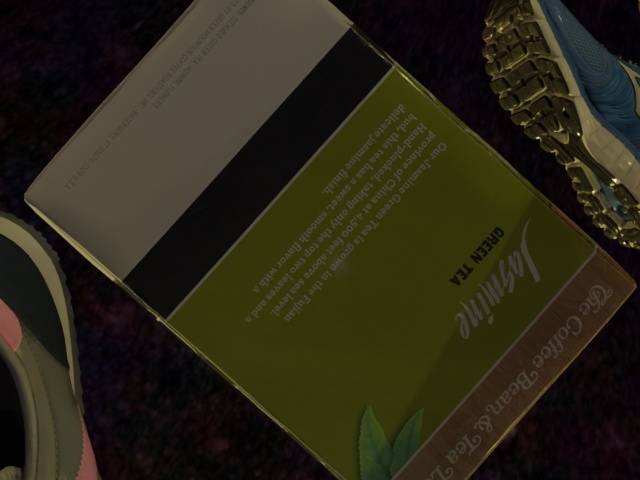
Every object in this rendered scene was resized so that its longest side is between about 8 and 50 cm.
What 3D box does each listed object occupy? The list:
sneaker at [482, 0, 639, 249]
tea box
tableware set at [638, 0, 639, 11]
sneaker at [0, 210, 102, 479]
[{"bbox_3d":[0.300,-0.153,1.392,0.147,0.130,0.330,-43,106,-21],"label":"sneaker"},{"bbox_3d":[0.000,0.000,0.934,0.323,0.329,0.220,43,89,-3],"label":"tea box"},{"bbox_3d":[0.252,-0.206,0.971,0.024,0.154,0.104,2,131,-8],"label":"tableware set"},{"bbox_3d":[-0.152,0.149,0.623,0.112,0.131,0.319,-17,100,9],"label":"sneaker"}]
